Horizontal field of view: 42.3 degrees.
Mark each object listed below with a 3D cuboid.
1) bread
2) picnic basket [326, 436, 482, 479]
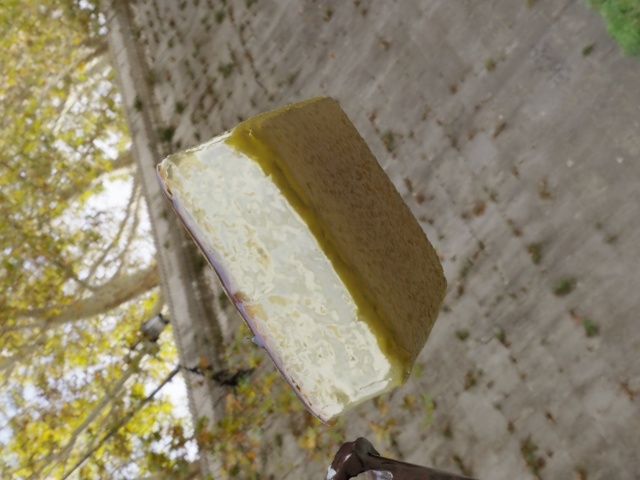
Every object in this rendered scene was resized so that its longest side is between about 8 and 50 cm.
[{"bbox_3d":[0.000,0.000,0.949,0.323,0.143,0.333,58,-158,-3],"label":"bread"},{"bbox_3d":[0.080,0.299,0.574,0.222,0.129,0.296,-54,-43,-62],"label":"picnic basket"}]
